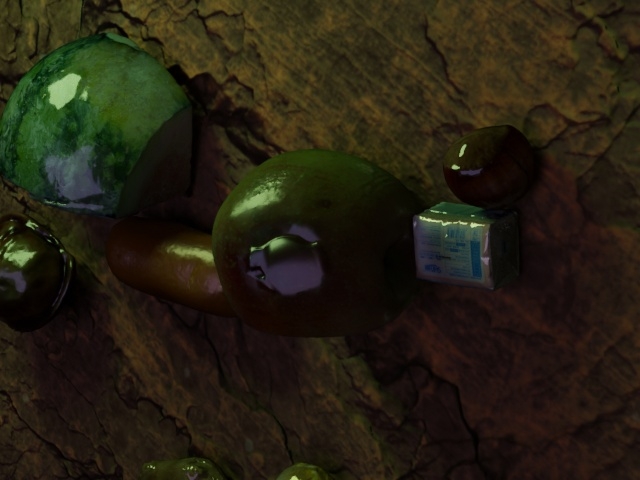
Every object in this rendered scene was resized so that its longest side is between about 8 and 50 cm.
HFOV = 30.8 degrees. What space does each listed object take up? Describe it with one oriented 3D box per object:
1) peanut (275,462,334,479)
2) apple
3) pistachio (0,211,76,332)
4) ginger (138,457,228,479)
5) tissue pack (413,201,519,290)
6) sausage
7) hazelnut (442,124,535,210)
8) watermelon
[{"bbox_3d":[-0.032,0.349,1.350,0.087,0.087,0.207,29,118,34],"label":"peanut"},{"bbox_3d":[0.000,0.000,1.167,0.188,0.207,0.174,-2,139,36],"label":"apple"},{"bbox_3d":[-0.414,0.045,1.593,0.210,0.130,0.165,2,99,33],"label":"pistachio"},{"bbox_3d":[-0.183,0.324,1.491,0.190,0.069,0.095,-19,82,44],"label":"ginger"},{"bbox_3d":[0.142,0.005,1.122,0.094,0.058,0.074,9,109,41],"label":"tissue pack"},{"bbox_3d":[-0.171,0.028,1.392,0.238,0.098,0.098,16,111,38],"label":"sausage"},{"bbox_3d":[0.156,-0.066,1.083,0.086,0.086,0.086,12,109,40],"label":"hazelnut"},{"bbox_3d":[-0.298,-0.142,1.440,0.305,0.180,0.224,28,74,38],"label":"watermelon"}]
